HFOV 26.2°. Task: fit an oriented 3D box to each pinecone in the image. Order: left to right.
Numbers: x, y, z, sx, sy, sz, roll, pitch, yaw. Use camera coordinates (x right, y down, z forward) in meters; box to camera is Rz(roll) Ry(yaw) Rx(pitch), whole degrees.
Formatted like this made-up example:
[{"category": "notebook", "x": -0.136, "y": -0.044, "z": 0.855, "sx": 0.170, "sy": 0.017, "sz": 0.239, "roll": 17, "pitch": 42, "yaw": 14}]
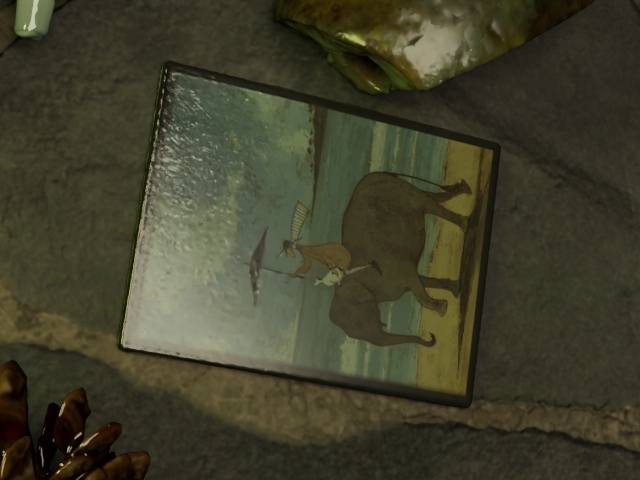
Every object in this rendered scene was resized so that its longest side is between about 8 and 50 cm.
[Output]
[{"category": "pinecone", "x": -0.261, "y": 0.199, "z": 0.998, "sx": 0.264, "sy": 0.264, "sz": 0.264, "roll": 3, "pitch": 82, "yaw": -22}]

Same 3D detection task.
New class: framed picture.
[{"category": "framed picture", "x": 0.000, "y": 0.000, "z": 1.253, "sx": 0.347, "sy": 0.016, "sz": 0.265, "roll": 13, "pitch": 79, "yaw": -20}]

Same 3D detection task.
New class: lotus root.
[{"category": "lotus root", "x": 0.126, "y": -0.248, "z": 1.272, "sx": 0.314, "sy": 0.142, "sz": 0.210, "roll": -41, "pitch": 98, "yaw": -23}]

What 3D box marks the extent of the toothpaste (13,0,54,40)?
[{"category": "toothpaste", "x": -0.221, "y": -0.357, "z": 1.184, "sx": 0.098, "sy": 0.061, "sz": 0.392, "roll": 10, "pitch": 77, "yaw": -19}]
